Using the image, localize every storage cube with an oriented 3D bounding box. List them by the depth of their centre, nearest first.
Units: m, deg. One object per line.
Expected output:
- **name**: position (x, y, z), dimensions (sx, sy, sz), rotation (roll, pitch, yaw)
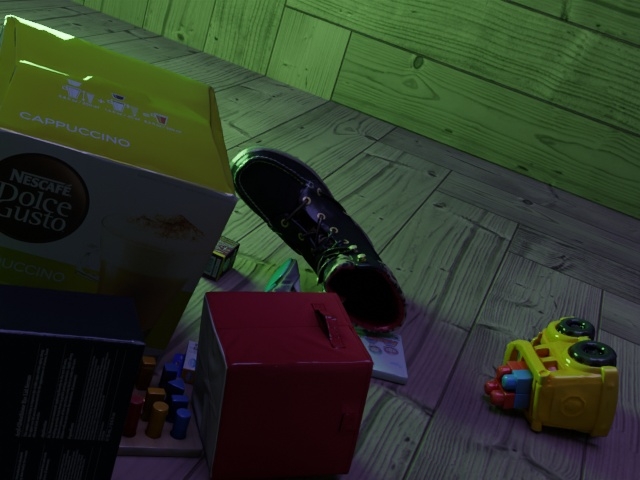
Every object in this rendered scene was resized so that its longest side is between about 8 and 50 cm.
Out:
- **storage cube**: position (-0.060, 0.194, 1.217), dimensions (0.193, 0.215, 0.184), rotation (2, 27, -19)

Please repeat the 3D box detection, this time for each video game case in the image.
- **video game case**: position (0.071, 0.188, 1.564), dimensions (0.157, 0.019, 0.143), rotation (15, 23, -7)

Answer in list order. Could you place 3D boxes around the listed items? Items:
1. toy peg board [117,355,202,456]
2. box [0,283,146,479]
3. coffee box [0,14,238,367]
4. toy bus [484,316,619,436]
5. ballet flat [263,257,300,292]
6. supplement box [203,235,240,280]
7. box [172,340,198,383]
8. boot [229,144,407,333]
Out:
- **toy peg board**: position (-0.244, 0.207, 1.210), dimensions (0.160, 0.079, 0.161), rotation (7, 25, -23)
- **box**: position (-0.312, 0.186, 0.972), dimensions (0.184, 0.261, 0.103), rotation (7, 25, -25)
- **coffee box**: position (-0.353, -0.071, 1.327), dimensions (0.337, 0.334, 0.338), rotation (16, 31, -23)
- **toy bus**: position (0.387, 0.235, 1.566), dimensions (0.211, 0.149, 0.220), rotation (-1, 23, -4)
- **ballet flat**: position (-0.071, 0.099, 1.623), dimensions (0.068, 0.072, 0.213), rotation (46, 24, -5)
- **supplement box**: position (-0.190, 0.033, 1.678), dimensions (0.043, 0.055, 0.083), rotation (23, 24, 8)
- **box**: position (-0.157, 0.194, 1.371), dimensions (0.136, 0.028, 0.081), rotation (16, 23, -9)
- **boot**: position (0.000, 0.000, 1.642), dimensions (0.377, 0.138, 0.284), rotation (45, 8, -29)
